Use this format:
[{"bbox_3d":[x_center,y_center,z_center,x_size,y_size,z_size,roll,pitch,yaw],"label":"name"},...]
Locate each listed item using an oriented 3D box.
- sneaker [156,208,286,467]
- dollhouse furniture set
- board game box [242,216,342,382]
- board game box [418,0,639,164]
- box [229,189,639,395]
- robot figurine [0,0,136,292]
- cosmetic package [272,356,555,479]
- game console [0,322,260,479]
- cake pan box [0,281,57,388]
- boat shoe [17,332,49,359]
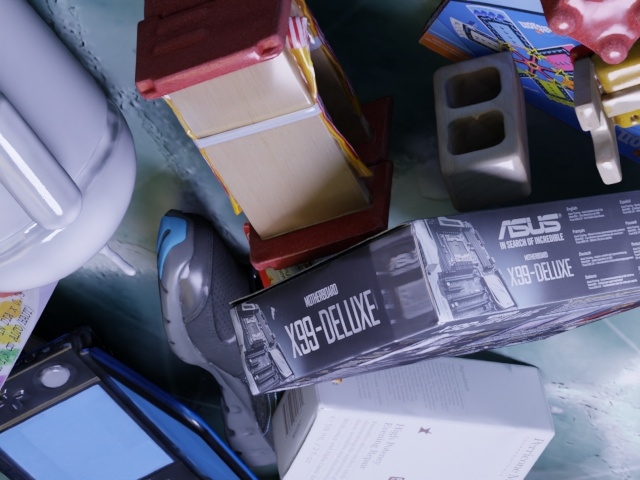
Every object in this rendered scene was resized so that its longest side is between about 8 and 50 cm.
[{"bbox_3d":[-0.052,0.082,1.585,0.139,0.125,0.341,-11,141,13],"label":"sneaker"},{"bbox_3d":[0.080,-0.134,1.196,0.374,0.152,0.201,-15,132,16],"label":"dollhouse furniture set"},{"bbox_3d":[0.000,0.000,1.411,0.045,0.147,0.193,5,139,20],"label":"board game box"},{"bbox_3d":[0.225,-0.125,1.247,0.281,0.027,0.145,28,142,-9],"label":"board game box"},{"bbox_3d":[0.124,0.035,1.281,0.307,0.077,0.242,-8,169,-34],"label":"box"},{"bbox_3d":[-0.285,-0.097,1.381,0.353,0.200,0.300,51,172,-33],"label":"robot figurine"},{"bbox_3d":[0.083,0.167,1.554,0.231,0.085,0.117,8,134,-18],"label":"cosmetic package"},{"bbox_3d":[-0.186,0.232,1.686,0.250,0.173,0.293,-28,137,7],"label":"game console"},{"bbox_3d":[-0.365,0.024,1.516,0.245,0.267,0.070,38,142,-18],"label":"cake pan box"},{"bbox_3d":[-0.372,0.118,1.717,0.132,0.130,0.355,-22,134,31],"label":"boat shoe"}]
